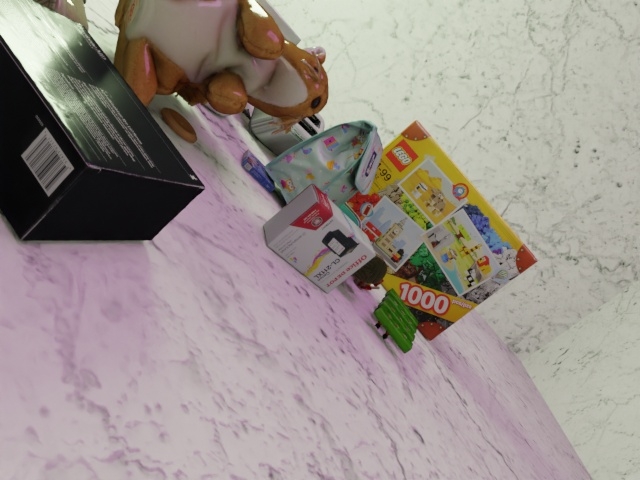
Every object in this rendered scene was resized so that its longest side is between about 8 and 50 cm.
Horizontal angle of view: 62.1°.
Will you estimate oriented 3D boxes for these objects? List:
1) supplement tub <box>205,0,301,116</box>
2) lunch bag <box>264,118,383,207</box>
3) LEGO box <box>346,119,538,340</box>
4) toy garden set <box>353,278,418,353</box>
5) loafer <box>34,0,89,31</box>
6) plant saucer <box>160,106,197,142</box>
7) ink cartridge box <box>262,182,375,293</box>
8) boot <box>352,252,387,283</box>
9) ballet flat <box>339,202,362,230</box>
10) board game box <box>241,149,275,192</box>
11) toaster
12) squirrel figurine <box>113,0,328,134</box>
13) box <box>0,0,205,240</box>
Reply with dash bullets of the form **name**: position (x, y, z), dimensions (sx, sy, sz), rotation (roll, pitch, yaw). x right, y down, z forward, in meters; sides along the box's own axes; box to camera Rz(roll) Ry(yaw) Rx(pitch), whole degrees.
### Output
- **supplement tub**: position (-0.202, -0.457, 1.295), dimensions (0.191, 0.272, 0.191), rotation (46, 14, -15)
- **lunch bag**: position (0.036, -0.174, 1.272), dimensions (0.160, 0.262, 0.223), rotation (59, 9, 11)
- **LEGO box**: position (0.304, -0.029, 1.546), dimensions (0.500, 0.372, 0.193), rotation (50, 13, 6)
- **toy garden set**: position (0.138, 0.148, 1.224), dimensions (0.204, 0.049, 0.244), rotation (53, 14, 5)
- **loafer**: position (-0.414, -0.386, 0.799), dimensions (0.092, 0.102, 0.268), rotation (61, 10, -65)
- **plant saucer**: position (-0.263, -0.218, 0.996), dimensions (0.083, 0.013, 0.083), rotation (46, 13, -14)
- **ink cartridge box**: position (0.000, 0.000, 0.995), dimensions (0.175, 0.127, 0.072), rotation (41, 17, -32)
- **boot**: position (0.023, -0.007, 1.207), dimensions (0.236, 0.089, 0.269), rotation (33, 9, -17)
- **ballet flat**: position (0.005, -0.114, 1.453), dimensions (0.316, 0.108, 0.106), rotation (60, -4, 19)
- **board game box**: position (-0.142, -0.160, 1.220), dimensions (0.090, 0.020, 0.090), rotation (45, 13, -23)
- **toaster**: position (-0.093, -0.326, 1.497), dimensions (0.227, 0.146, 0.129), rotation (38, 57, -44)
- **squirrel figurine**: position (-0.171, -0.352, 0.985), dimensions (0.370, 0.281, 0.397), rotation (13, 16, -36)
- **box**: position (-0.265, -0.128, 0.537), dimensions (0.261, 0.103, 0.184), rotation (52, 16, 11)
